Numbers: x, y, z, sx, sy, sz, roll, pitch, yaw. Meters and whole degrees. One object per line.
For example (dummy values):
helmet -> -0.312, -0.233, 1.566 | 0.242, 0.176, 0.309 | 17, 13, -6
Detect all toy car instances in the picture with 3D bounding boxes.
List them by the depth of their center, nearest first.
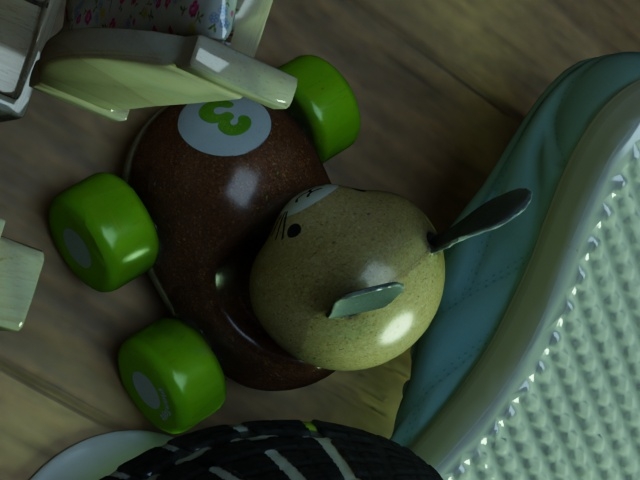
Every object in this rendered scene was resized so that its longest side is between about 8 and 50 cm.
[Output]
toy car -> 0.000, 0.000, 0.861 | 0.155, 0.188, 0.149 | -32, 106, -29

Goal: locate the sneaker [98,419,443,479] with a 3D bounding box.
sneaker -> -0.079, 0.174, 0.845 | 0.300, 0.111, 0.121 | -22, 113, -10

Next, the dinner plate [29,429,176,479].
dinner plate -> -0.088, 0.160, 0.906 | 0.141, 0.017, 0.141 | -1, 91, -32

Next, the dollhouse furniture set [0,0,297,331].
dollhouse furniture set -> -0.118, -0.113, 0.690 | 0.174, 0.355, 0.303 | 22, 79, -30

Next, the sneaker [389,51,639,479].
sneaker -> 0.098, 0.074, 0.967 | 0.135, 0.150, 0.366 | 27, 99, -22
